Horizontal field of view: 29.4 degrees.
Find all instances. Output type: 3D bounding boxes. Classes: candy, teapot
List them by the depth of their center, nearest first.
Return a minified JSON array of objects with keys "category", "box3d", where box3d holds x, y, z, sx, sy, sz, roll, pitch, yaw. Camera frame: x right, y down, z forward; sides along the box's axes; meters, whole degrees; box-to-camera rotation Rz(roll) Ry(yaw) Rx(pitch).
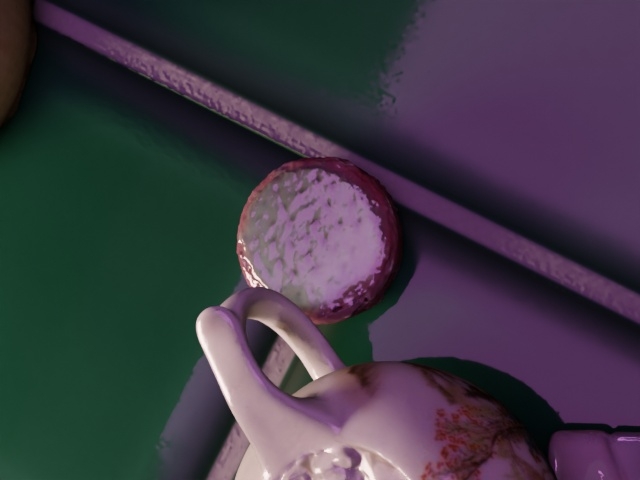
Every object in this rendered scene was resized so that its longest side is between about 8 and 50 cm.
[{"category":"teapot","box3d":[0.027,0.159,0.660,0.204,0.139,0.298,-41,65,26]},{"category":"candy","box3d":[0.000,0.000,0.743,0.103,0.043,0.103,-1,88,14]}]

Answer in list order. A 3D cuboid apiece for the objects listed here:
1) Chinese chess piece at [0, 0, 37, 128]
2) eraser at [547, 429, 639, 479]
[{"category":"Chinese chess piece","box3d":[-0.321,-0.146,0.815,0.257,0.104,0.257,-1,85,15]},{"category":"eraser","box3d":[0.226,0.223,0.652,0.204,0.059,0.243,-1,82,15]}]
